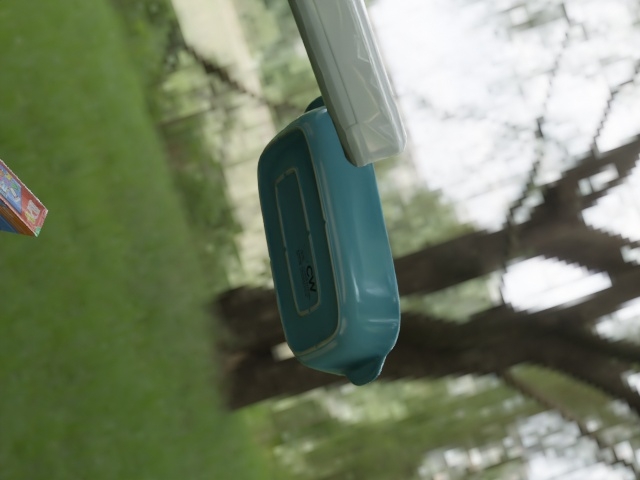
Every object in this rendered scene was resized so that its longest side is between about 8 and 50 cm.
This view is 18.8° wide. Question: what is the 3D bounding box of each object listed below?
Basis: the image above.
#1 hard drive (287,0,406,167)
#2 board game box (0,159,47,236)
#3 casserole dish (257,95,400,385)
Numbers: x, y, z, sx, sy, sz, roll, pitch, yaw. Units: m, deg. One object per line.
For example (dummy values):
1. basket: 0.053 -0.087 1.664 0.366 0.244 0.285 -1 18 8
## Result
1. hard drive: -0.024 -0.218 1.071 0.203 0.040 0.307 -103 173 -57
2. board game box: -0.313 -0.082 1.369 0.281 0.145 0.027 57 48 -61
3. casserole dish: 0.000 0.000 1.221 0.114 0.037 0.188 -33 -115 60
